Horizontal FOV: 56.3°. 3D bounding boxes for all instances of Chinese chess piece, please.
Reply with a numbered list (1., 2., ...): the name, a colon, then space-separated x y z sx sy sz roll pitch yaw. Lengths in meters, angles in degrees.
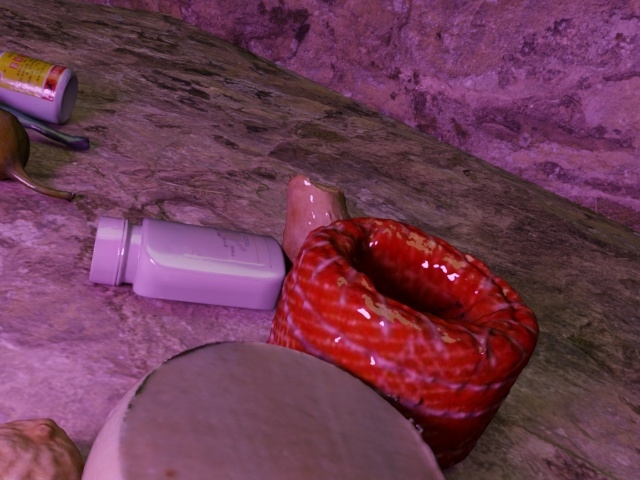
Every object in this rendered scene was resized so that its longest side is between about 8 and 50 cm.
1. Chinese chess piece: -0.044 0.251 0.560 0.349 0.147 0.349 21 24 -10

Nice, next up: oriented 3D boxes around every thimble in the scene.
1. thimble: 0.100 0.134 0.843 0.350 0.231 0.350 17 24 -8

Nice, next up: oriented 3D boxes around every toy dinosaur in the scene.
1. toy dinosaur: -0.712 -0.237 1.224 0.330 0.129 0.383 30 27 4

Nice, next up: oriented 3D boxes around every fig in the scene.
1. fig: -0.575 -0.143 1.119 0.245 0.149 0.149 40 27 2

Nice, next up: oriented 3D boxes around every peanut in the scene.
1. peanut: -0.283 0.226 0.529 0.140 0.109 0.159 35 27 -12

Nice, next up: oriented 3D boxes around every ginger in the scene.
1. ginger: 0.000 0.000 1.035 0.137 0.267 0.152 -2 41 -4

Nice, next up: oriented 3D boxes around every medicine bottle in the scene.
1. medicine bottle: -0.214 0.035 0.973 0.296 0.111 0.161 10 25 -22
2. medicine bottle: -0.709 -0.369 1.422 0.225 0.139 0.139 14 25 -9
